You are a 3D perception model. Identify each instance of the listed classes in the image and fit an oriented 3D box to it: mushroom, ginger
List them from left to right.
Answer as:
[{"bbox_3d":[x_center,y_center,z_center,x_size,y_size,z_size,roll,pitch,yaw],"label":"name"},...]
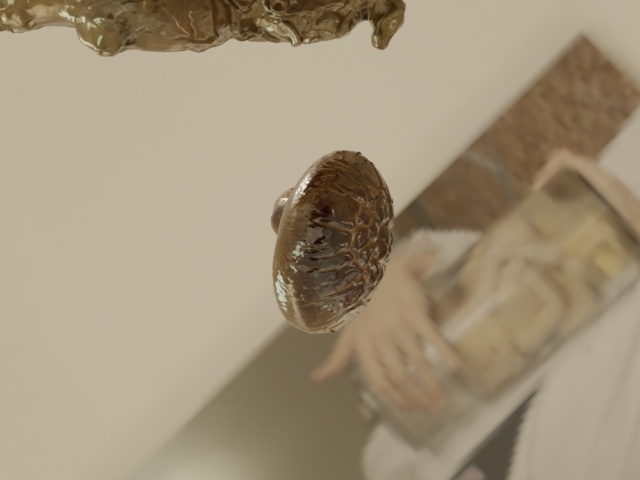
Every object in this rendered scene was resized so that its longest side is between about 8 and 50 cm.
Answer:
[{"bbox_3d":[-0.086,-0.171,1.226,0.084,0.290,0.122,101,163,-65],"label":"ginger"},{"bbox_3d":[0.009,0.001,1.254,0.085,0.126,0.109,6,-161,-5],"label":"mushroom"}]
